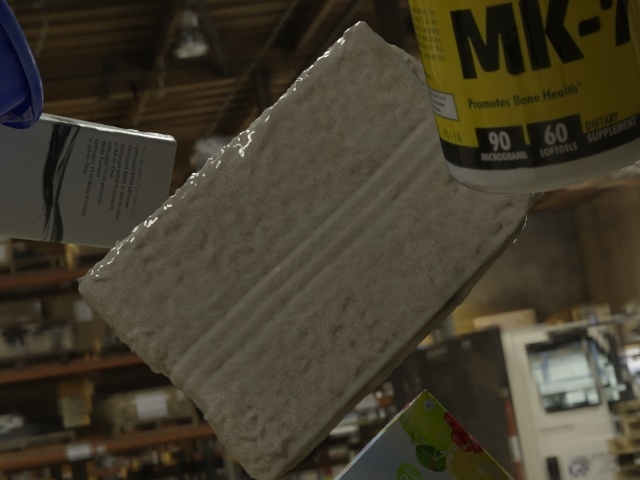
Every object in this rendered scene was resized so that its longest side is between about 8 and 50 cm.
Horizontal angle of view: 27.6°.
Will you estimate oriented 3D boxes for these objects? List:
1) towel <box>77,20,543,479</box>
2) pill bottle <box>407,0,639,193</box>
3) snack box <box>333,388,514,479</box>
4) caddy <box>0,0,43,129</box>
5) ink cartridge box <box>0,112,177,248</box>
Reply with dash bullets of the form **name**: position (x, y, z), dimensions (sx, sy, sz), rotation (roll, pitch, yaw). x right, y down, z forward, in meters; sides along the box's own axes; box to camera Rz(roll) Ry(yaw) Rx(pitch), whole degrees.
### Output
- **towel**: position (0.000, 0.000, 0.858), dimensions (0.282, 0.187, 0.049), rotation (-43, -13, -15)
- **pill bottle**: position (0.100, -0.139, 0.656), dimensions (0.119, 0.209, 0.119), rotation (-14, 19, 5)
- **snack box**: position (0.093, 0.281, 1.292), dimensions (0.207, 0.174, 0.070), rotation (-42, -6, -33)
- **caddy**: position (-0.338, -0.199, 0.929), dimensions (0.179, 0.341, 0.241), rotation (-42, 22, -22)
- **ink cartridge box**: position (-0.340, -0.077, 1.362), dimensions (0.307, 0.129, 0.223), rotation (7, 4, -36)
